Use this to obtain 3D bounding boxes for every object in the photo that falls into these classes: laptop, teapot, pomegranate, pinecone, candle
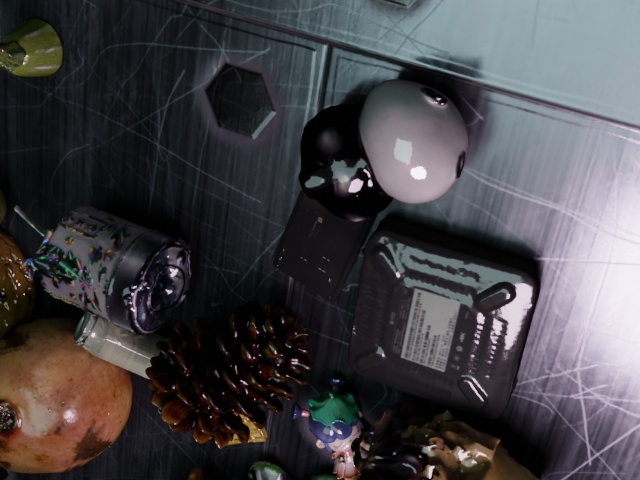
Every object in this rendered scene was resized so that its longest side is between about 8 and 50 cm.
[{"bbox_3d":[0.000,0.000,1.614,0.135,0.016,0.197,30,123,11],"label":"laptop"},{"bbox_3d":[-0.353,0.184,1.800,0.200,0.107,0.077,29,129,-24],"label":"teapot"},{"bbox_3d":[-0.525,0.296,1.854,0.322,0.322,0.322,10,118,21],"label":"pomegranate"},{"bbox_3d":[-0.147,0.215,1.662,0.292,0.246,0.246,-34,96,17],"label":"pinecone"},{"bbox_3d":[-0.403,0.033,1.722,0.330,0.187,0.188,21,121,17],"label":"candle"}]

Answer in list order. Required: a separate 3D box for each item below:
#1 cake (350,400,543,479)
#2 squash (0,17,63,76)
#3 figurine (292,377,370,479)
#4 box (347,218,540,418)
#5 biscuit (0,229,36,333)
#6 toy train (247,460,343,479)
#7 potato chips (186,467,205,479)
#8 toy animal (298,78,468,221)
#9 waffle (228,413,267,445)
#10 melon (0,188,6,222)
[{"bbox_3d":[0.172,0.432,1.560,0.321,0.332,0.332,38,124,7],"label":"cake"},{"bbox_3d":[-0.515,-0.314,1.638,0.105,0.132,0.105,9,115,20],"label":"squash"},{"bbox_3d":[0.032,0.348,1.707,0.102,0.111,0.195,26,139,60],"label":"figurine"},{"bbox_3d":[0.189,0.131,1.551,0.288,0.073,0.290,18,120,17],"label":"box"},{"bbox_3d":[-0.702,0.076,1.949,0.295,0.075,0.296,10,117,21],"label":"biscuit"},{"bbox_3d":[-0.056,0.563,1.827,0.307,0.173,0.249,8,125,21],"label":"toy train"},{"bbox_3d":[-0.233,0.552,1.912,0.049,0.150,0.202,-18,122,4],"label":"potato chips"},{"bbox_3d":[0.102,-0.133,1.414,0.235,0.165,0.187,-19,106,29],"label":"toy animal"},{"bbox_3d":[-0.172,0.353,1.861,0.135,0.021,0.092,-13,108,30],"label":"waffle"},{"bbox_3d":[-0.662,-0.094,1.834,0.162,0.099,0.099,46,124,-7],"label":"melon"}]
